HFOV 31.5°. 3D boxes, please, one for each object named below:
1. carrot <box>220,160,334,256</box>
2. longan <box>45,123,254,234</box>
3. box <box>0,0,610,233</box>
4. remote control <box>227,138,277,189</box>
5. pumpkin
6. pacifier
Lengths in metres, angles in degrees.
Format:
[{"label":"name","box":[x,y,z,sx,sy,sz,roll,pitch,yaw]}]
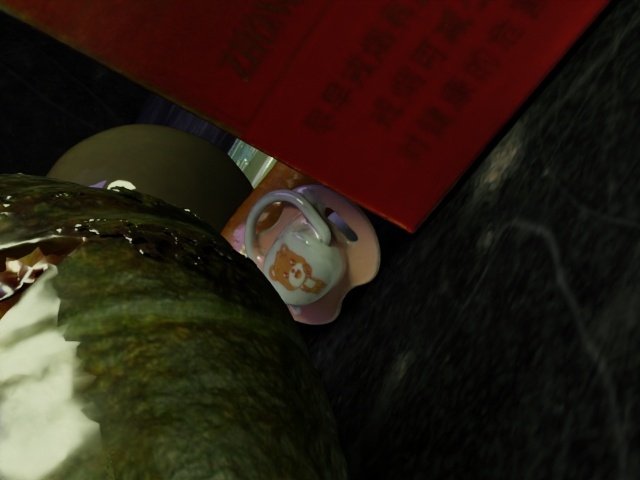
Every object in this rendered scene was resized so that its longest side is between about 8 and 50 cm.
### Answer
[{"label":"carrot","box":[-0.049,0.035,0.739,0.193,0.087,0.087,-64,15,-5]},{"label":"longan","box":[-0.131,0.014,0.850,0.196,0.197,0.220,-83,14,-55]},{"label":"box","box":[-0.027,-0.159,0.563,0.197,0.313,0.089,-51,19,34]},{"label":"remote control","box":[-0.061,-0.066,1.063,0.098,0.038,0.233,-58,14,9]},{"label":"pumpkin","box":[-0.124,0.123,0.482,0.320,0.192,0.320,-14,69,42]},{"label":"pacifier","box":[0.000,0.000,0.682,0.078,0.081,0.099,-35,-10,-49]}]
